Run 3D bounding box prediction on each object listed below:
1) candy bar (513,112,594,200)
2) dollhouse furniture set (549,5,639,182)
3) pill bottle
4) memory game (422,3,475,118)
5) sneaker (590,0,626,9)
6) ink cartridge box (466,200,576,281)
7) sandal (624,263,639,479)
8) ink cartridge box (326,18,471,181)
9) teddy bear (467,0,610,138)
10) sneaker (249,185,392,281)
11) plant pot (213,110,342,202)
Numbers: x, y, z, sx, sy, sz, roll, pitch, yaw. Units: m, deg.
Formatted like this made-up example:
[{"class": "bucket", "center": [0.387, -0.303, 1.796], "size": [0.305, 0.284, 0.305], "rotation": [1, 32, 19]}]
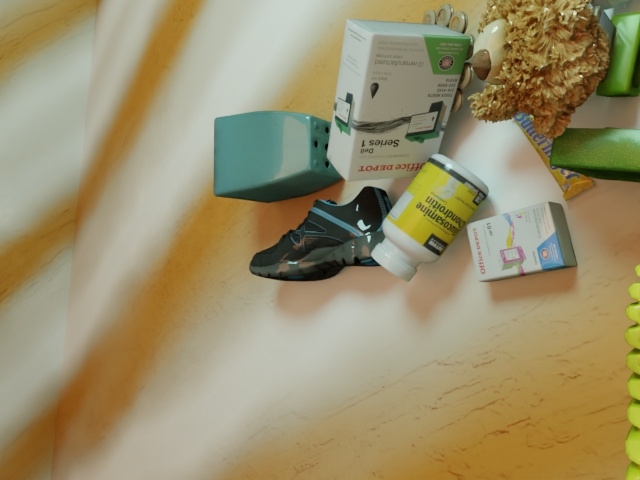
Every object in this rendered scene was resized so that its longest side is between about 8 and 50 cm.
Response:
[{"class": "candy bar", "center": [0.315, -0.129, 0.651], "size": [0.040, 0.018, 0.161], "rotation": [-41, 62, 37]}, {"class": "dollhouse furniture set", "center": [0.418, -0.149, 0.449], "size": [0.302, 0.151, 0.197], "rotation": [15, 99, 45]}, {"class": "pill bottle", "center": [0.160, -0.031, 0.717], "size": [0.103, 0.103, 0.184], "rotation": [43, 104, 38]}, {"class": "memory game", "center": [0.182, -0.273, 0.744], "size": [0.186, 0.012, 0.186], "rotation": [174, 90, -70]}, {"class": "sneaker", "center": [0.413, -0.401, 0.497], "size": [0.169, 0.108, 0.292], "rotation": [29, 108, 46]}, {"class": "ink cartridge box", "center": [0.277, 0.005, 0.660], "size": [0.123, 0.052, 0.088], "rotation": [-20, 75, 45]}, {"class": "sandal", "center": [0.400, 0.142, 0.490], "size": [0.138, 0.126, 0.316], "rotation": [-2, 96, 42]}, {"class": "ink cartridge box", "center": [0.109, -0.205, 0.711], "size": [0.092, 0.161, 0.219], "rotation": [-121, 30, -48]}, {"class": "teddy bear", "center": [0.234, -0.267, 0.557], "size": [0.245, 0.113, 0.337], "rotation": [107, 177, -65]}, {"class": "sneaker", "center": [0.000, 0.000, 0.908], "size": [0.341, 0.125, 0.139], "rotation": [-15, 75, 34]}, {"class": "plant pot", "center": [-0.078, -0.174, 0.958], "size": [0.235, 0.166, 0.165], "rotation": [-2, 87, 39]}]
